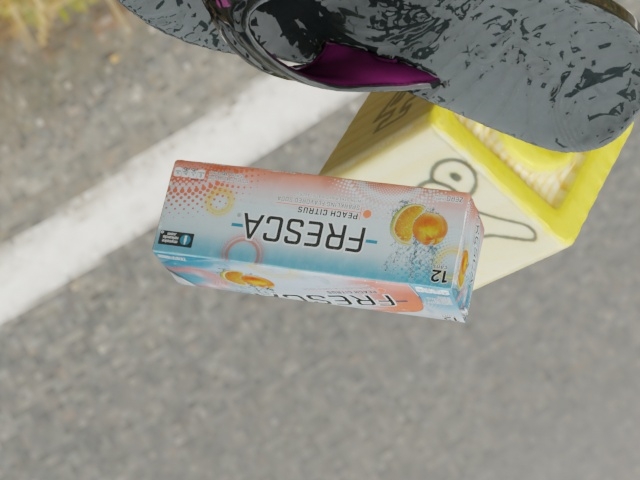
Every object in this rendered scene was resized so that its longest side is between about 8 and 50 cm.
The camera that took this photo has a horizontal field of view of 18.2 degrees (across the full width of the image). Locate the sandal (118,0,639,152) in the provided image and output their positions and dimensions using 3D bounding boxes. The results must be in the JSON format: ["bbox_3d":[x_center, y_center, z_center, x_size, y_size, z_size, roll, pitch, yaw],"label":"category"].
[{"bbox_3d":[0.043,-0.177,1.534,0.446,0.107,0.167,16,120,-2],"label":"sandal"}]

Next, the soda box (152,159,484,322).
[{"bbox_3d":[0.000,0.000,1.162,0.183,0.063,0.058,7,160,17],"label":"soda box"}]

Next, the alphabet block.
[{"bbox_3d":[0.147,-0.085,1.908,0.197,0.192,0.193,-27,-153,51],"label":"alphabet block"}]
